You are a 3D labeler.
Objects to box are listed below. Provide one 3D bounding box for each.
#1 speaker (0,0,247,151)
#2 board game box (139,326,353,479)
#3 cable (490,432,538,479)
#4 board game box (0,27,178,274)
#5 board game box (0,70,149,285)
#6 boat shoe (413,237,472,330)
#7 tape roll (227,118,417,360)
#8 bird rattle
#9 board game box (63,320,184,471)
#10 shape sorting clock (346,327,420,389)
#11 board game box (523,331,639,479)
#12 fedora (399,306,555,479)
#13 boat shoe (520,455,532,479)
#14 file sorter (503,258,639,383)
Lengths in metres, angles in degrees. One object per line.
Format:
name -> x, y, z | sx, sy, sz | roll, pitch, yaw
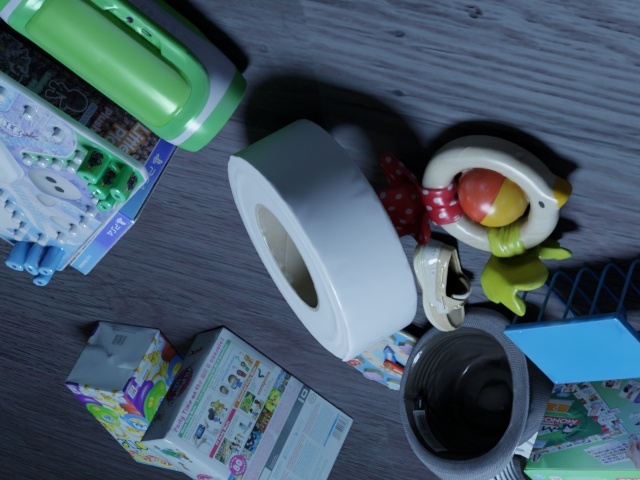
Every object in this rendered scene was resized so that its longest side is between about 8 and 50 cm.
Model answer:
speaker -> -0.232, -0.232, 1.487 | 0.296, 0.131, 0.131 | 37, 148, -19
board game box -> -0.120, 0.324, 2.184 | 0.303, 0.224, 0.097 | 39, 150, -22
cable -> 0.317, 0.355, 1.946 | 0.257, 0.089, 0.257 | 22, 127, 36
board game box -> -0.381, -0.116, 1.765 | 0.291, 0.141, 0.232 | 33, 150, -12
board game box -> -0.452, -0.108, 1.638 | 0.390, 0.050, 0.390 | 34, 149, -13
boat shoe -> 0.170, 0.065, 1.712 | 0.059, 0.063, 0.170 | 10, 144, 30
tape roll -> 0.000, 0.000, 1.559 | 0.286, 0.100, 0.286 | 54, 164, 23
bird rattle -> 0.187, -0.048, 1.513 | 0.253, 0.143, 0.207 | 37, 139, 6
board game box -> -0.318, 0.289, 2.357 | 0.144, 0.142, 0.275 | 5, 144, 32
shape sorting clock -> 0.108, 0.182, 1.969 | 0.206, 0.040, 0.206 | 19, 149, 12
board game box -> 0.421, 0.207, 1.599 | 0.317, 0.213, 0.046 | -9, 136, 46
fedora -> 0.236, 0.219, 1.798 | 0.124, 0.243, 0.275 | 9, 159, -36
boat shoe -> 0.416, 0.368, 1.991 | 0.069, 0.081, 0.228 | 3, -176, -45
file sorter -> 0.341, 0.099, 1.596 | 0.170, 0.104, 0.118 | -11, 134, 47
